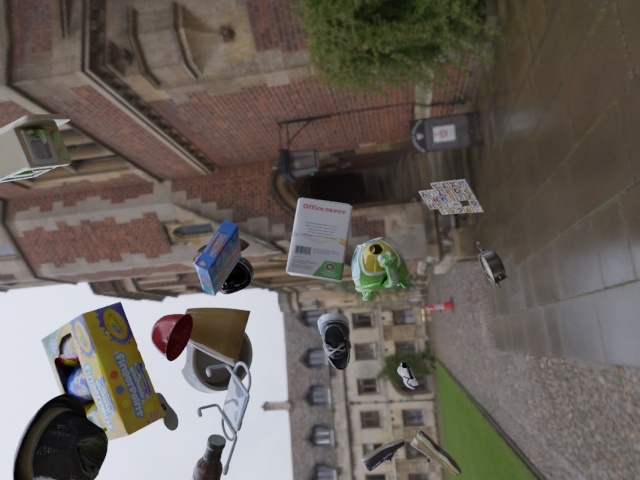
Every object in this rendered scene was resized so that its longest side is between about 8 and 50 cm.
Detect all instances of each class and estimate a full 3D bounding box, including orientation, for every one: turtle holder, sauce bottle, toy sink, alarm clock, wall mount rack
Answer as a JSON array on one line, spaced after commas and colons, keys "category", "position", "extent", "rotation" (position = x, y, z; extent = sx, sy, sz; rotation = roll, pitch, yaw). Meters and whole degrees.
[{"category": "turtle holder", "position": [0.233, 0.113, 2.105], "extent": [0.320, 0.243, 0.227], "rotation": [-20, -87, -71]}, {"category": "sauce bottle", "position": [-0.427, 0.892, 1.898], "extent": [0.111, 0.111, 0.344], "rotation": [-41, -30, -80]}, {"category": "toy sink", "position": [-0.827, -0.258, 1.452], "extent": [0.131, 0.234, 0.153], "rotation": [70, -158, -7]}, {"category": "alarm clock", "position": [0.655, 0.083, 1.959], "extent": [0.192, 0.064, 0.129], "rotation": [64, -178, 28]}, {"category": "wall mount rack", "position": [-0.323, 0.613, 1.776], "extent": [0.304, 0.130, 0.350], "rotation": [41, 123, 44]}]

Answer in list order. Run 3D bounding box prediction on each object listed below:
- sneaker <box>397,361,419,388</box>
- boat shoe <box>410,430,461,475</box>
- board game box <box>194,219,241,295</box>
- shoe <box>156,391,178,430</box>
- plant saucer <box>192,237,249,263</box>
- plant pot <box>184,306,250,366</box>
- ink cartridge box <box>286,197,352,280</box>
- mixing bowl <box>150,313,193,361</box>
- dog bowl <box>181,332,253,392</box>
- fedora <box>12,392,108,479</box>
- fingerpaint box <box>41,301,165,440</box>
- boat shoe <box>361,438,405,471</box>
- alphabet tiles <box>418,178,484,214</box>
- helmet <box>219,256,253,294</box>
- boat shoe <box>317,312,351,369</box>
[{"category": "sneaker", "position": [0.303, 0.466, 1.755], "extent": [0.109, 0.040, 0.043], "rotation": [50, 139, 46]}, {"category": "boat shoe", "position": [0.393, 0.744, 1.744], "extent": [0.190, 0.072, 0.068], "rotation": [42, 180, 11]}, {"category": "board game box", "position": [-0.296, 0.056, 1.493], "extent": [0.160, 0.047, 0.210], "rotation": [-60, -7, -25]}, {"category": "shoe", "position": [-0.667, 0.725, 2.154], "extent": [0.063, 0.081, 0.178], "rotation": [-31, -88, -36]}, {"category": "plant saucer", "position": [-0.341, 0.028, 1.714], "extent": [0.198, 0.199, 0.036], "rotation": [-69, -36, -72]}, {"category": "plant pot", "position": [-0.442, 0.369, 2.090], "extent": [0.237, 0.254, 0.237], "rotation": [-163, 90, -84]}, {"category": "ink cartridge box", "position": [0.000, 0.000, 1.865], "extent": [0.117, 0.201, 0.278], "rotation": [66, -148, -81]}, {"category": "mixing bowl", "position": [-0.558, 0.342, 1.871], "extent": [0.181, 0.098, 0.181], "rotation": [17, -90, -77]}, {"category": "dog bowl", "position": [-0.464, 0.526, 2.320], "extent": [0.349, 0.102, 0.348], "rotation": [7, -100, -39]}, {"category": "fedora", "position": [-0.727, 0.614, 1.484], "extent": [0.334, 0.153, 0.334], "rotation": [7, -90, -83]}, {"category": "fingerpaint box", "position": [-0.806, 0.498, 1.855], "extent": [0.163, 0.371, 0.444], "rotation": [-17, -97, -53]}, {"category": "boat shoe", "position": [0.268, 0.888, 2.103], "extent": [0.065, 0.206, 0.075], "rotation": [67, 158, 13]}, {"category": "alphabet tiles", "position": [0.538, -0.177, 2.126], "extent": [0.198, 0.237, 0.009], "rotation": [47, -123, -34]}, {"category": "helmet", "position": [-0.374, 0.141, 2.182], "extent": [0.161, 0.169, 0.169], "rotation": [-29, -57, -32]}, {"category": "boat shoe", "position": [0.056, 0.359, 1.767], "extent": [0.301, 0.108, 0.102], "rotation": [83, 179, -51]}]
